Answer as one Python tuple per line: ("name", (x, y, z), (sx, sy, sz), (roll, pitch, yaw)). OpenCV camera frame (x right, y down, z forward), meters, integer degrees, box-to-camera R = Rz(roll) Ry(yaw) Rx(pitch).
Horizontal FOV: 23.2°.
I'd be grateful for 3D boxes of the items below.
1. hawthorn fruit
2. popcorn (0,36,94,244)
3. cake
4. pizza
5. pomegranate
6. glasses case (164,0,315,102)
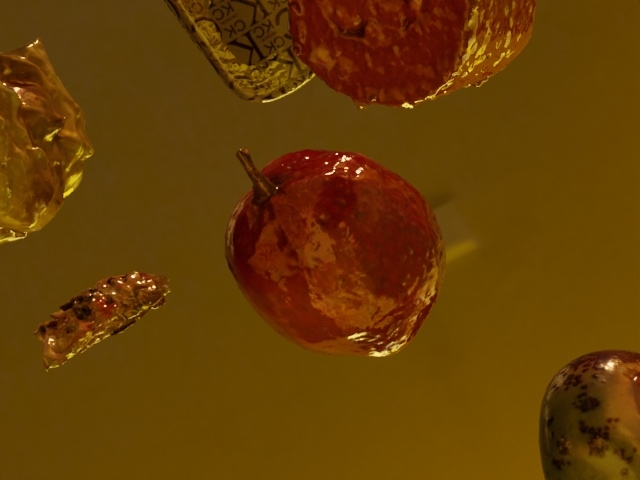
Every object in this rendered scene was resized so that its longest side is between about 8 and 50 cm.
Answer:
("hawthorn fruit", (0.000, 0.000, 1.487), (0.253, 0.205, 0.205), (37, -158, -30))
("popcorn", (-0.335, -0.099, 1.431), (0.249, 0.249, 0.225), (-66, -30, -78))
("cake", (0.081, -0.240, 1.241), (0.151, 0.177, 0.283), (-25, -51, -54))
("pizza", (-0.318, 0.097, 2.139), (0.147, 0.226, 0.069), (10, 123, 52))
("pomegranate", (0.351, 0.201, 1.714), (0.214, 0.248, 0.214), (17, -137, -16))
("glasses case", (-0.118, -0.305, 1.682), (0.355, 0.137, 0.085), (55, -178, -26))
